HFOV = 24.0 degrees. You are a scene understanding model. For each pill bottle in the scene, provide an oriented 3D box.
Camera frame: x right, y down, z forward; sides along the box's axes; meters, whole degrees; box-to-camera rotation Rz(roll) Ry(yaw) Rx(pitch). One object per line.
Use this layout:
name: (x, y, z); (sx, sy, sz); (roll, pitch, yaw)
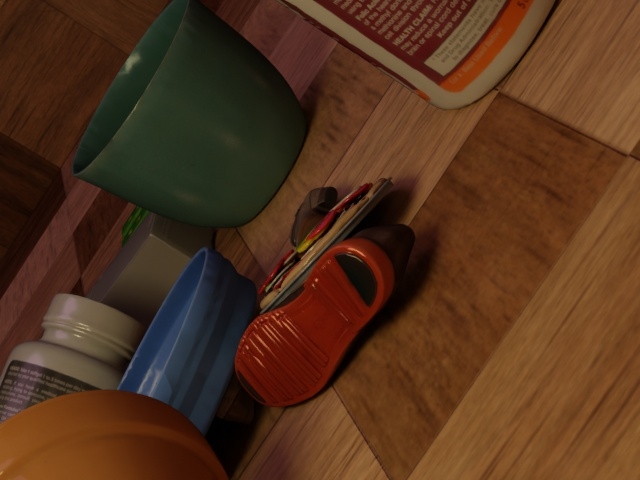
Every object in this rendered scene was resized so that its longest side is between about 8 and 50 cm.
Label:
pill bottle: (0.038, -0.326, 1.552); (0.224, 0.392, 0.224); (-49, 20, 25)
pill bottle: (-0.344, 0.237, 1.946); (0.176, 0.176, 0.318); (-16, 51, 64)

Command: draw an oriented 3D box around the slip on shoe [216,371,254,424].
slip on shoe: (-0.092, 0.164, 1.666); (0.051, 0.041, 0.135); (-61, 10, 12)

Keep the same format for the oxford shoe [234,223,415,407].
oxford shoe: (0.008, 0.079, 1.505); (0.098, 0.097, 0.271); (-36, -6, -47)

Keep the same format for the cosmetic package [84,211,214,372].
cosmetic package: (-0.258, 0.067, 2.169); (0.238, 0.107, 0.127); (-54, 15, 23)

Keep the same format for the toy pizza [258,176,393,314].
toy pizza: (0.000, 0.000, 1.596); (0.201, 0.032, 0.201); (-46, 0, 0)

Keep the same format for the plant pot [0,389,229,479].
plant pot: (-0.183, 0.307, 1.337); (0.291, 0.291, 0.203); (-57, 35, 4)

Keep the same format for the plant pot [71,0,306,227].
plant pot: (-0.163, -0.154, 2.063); (0.293, 0.235, 0.293); (-49, 20, 26)

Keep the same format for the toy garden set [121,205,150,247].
toy garden set: (-0.247, -0.051, 2.429); (0.204, 0.049, 0.244); (-56, 17, 12)

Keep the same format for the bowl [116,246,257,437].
bowl: (-0.185, 0.196, 1.716); (0.391, 0.077, 0.391); (-60, 9, 17)

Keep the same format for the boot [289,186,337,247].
boot: (-0.014, -0.010, 1.758); (0.087, 0.042, 0.118); (-40, 23, 59)
